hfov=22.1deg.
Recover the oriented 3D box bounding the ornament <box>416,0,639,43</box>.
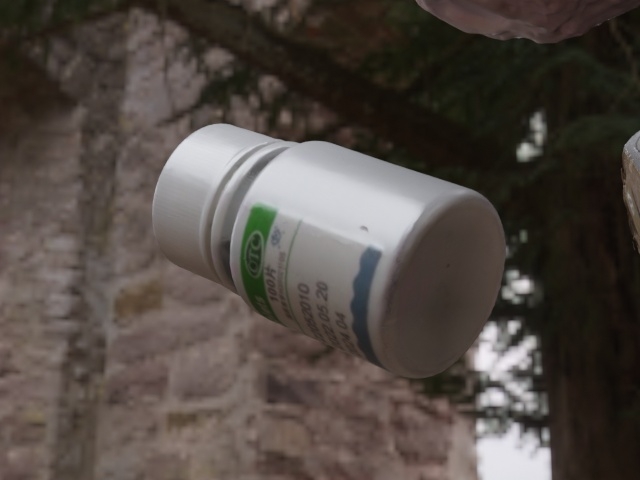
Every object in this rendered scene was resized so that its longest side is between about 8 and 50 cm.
[{"bbox_3d":[0.137,-0.266,1.084,0.259,0.259,0.225,-3,-40,10],"label":"ornament"}]

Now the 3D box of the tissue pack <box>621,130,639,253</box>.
[{"bbox_3d":[0.355,-0.035,1.228,0.239,0.238,0.305,1,22,-2],"label":"tissue pack"}]

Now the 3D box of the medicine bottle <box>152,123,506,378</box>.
[{"bbox_3d":[0.000,0.000,1.159,0.237,0.139,0.139,19,-6,37],"label":"medicine bottle"}]
